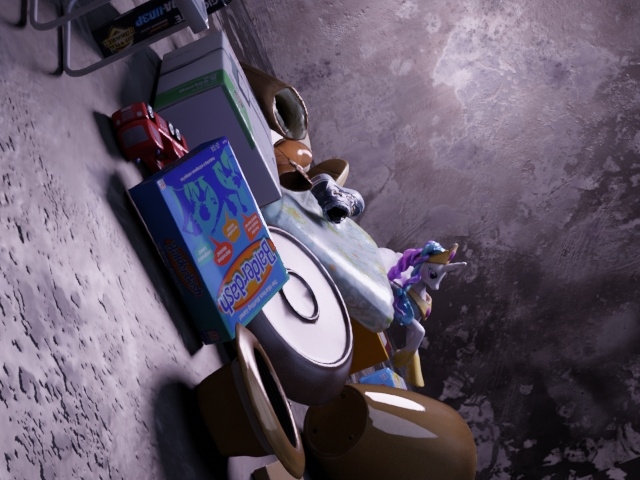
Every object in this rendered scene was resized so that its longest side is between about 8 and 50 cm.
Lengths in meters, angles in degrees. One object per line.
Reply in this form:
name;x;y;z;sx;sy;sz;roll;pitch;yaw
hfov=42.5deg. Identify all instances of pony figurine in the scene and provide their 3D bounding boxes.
pony figurine;0.172;0.136;2.058;0.351;0.363;0.303;24;11;39

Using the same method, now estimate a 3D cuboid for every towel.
towel;0.000;0.000;1.628;0.320;0.090;0.374;37;14;-13

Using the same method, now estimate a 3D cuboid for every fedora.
fedora;-0.082;0.184;0.901;0.194;0.079;0.194;-25;90;-90

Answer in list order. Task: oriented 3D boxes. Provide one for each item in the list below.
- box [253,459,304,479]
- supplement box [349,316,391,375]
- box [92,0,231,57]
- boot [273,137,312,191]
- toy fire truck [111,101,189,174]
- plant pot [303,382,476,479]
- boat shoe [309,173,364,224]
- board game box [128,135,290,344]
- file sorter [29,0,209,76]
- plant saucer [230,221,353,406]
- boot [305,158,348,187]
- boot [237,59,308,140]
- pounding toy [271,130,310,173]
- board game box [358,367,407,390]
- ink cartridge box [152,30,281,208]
box;-0.021;0.370;1.021;0.164;0.021;0.201;41;26;-76
supplement box;0.062;0.190;1.855;0.194;0.129;0.191;-2;68;-83
box;-0.212;-0.324;1.164;0.220;0.175;0.051;-97;162;-70
boot;-0.058;-0.139;1.591;0.197;0.073;0.152;-3;29;-42
toy fire truck;-0.194;-0.084;1.056;0.192;0.047;0.135;43;27;-73
plant pot;0.092;0.327;1.329;0.254;0.237;0.237;41;23;-45
boat shoe;0.041;-0.063;1.654;0.183;0.065;0.083;27;35;-55
board game box;-0.129;-0.003;1.011;0.160;0.047;0.210;-47;119;-54
file sorter;-0.259;-0.340;0.837;0.277;0.173;0.192;60;11;-47
plant saucer;-0.046;0.089;1.201;0.310;0.050;0.310;41;29;-29
boot;0.007;-0.044;1.926;0.262;0.095;0.203;-58;140;-32
boot;-0.119;-0.253;1.602;0.269;0.089;0.236;37;-12;39
pounding toy;-0.131;-0.206;1.899;0.237;0.110;0.182;-24;104;-55
board game box;0.219;0.515;2.228;0.302;0.086;0.308;49;19;-71
ink cartridge box;-0.165;-0.191;1.331;0.289;0.122;0.211;-103;169;-59
